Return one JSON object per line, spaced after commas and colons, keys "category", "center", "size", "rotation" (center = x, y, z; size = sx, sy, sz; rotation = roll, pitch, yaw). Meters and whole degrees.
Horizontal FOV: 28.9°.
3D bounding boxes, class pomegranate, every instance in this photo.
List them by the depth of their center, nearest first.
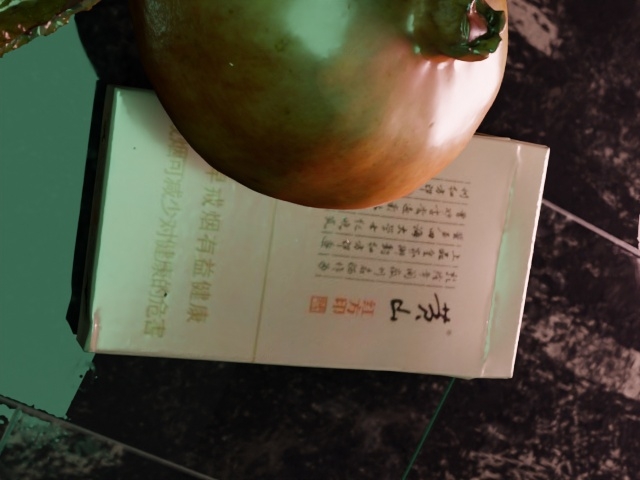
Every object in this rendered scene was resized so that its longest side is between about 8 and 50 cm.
{"category": "pomegranate", "center": [0.011, -0.143, 0.818], "size": [0.229, 0.270, 0.252], "rotation": [-48, 118, -19]}

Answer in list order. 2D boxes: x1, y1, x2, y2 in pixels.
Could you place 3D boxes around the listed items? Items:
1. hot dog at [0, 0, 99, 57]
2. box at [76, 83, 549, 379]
{"category": "hot dog", "center": [-0.170, -0.210, 0.886], "size": [0.289, 0.068, 0.083], "rotation": [-33, 107, -8]}
{"category": "box", "center": [0.000, 0.000, 0.993], "size": [0.365, 0.051, 0.204], "rotation": [6, 96, -20]}
